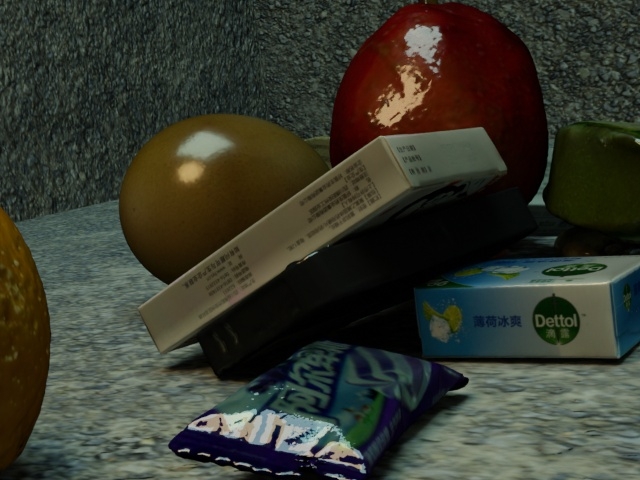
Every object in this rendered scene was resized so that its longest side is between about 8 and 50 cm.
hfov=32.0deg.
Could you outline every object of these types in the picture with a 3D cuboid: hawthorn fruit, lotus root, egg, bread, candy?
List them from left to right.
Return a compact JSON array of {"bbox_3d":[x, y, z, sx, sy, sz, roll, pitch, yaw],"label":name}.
[{"bbox_3d":[-0.120,-0.049,1.536,0.322,0.250,0.250,-4,4,-35],"label":"egg"},{"bbox_3d":[0.012,0.125,0.850,0.145,0.070,0.275,5,11,24],"label":"candy"},{"bbox_3d":[0.137,-0.157,1.339,0.265,0.307,0.265,-4,-18,-1],"label":"hawthorn fruit"},{"bbox_3d":[0.324,0.012,1.335,0.072,0.063,0.152,-1,4,-18],"label":"lotus root"},{"bbox_3d":[0.448,-0.056,1.269,0.381,0.129,0.366,1,10,-28],"label":"bread"}]

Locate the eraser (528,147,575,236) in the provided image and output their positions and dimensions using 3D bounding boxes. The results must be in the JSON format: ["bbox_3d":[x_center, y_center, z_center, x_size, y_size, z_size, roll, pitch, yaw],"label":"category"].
[{"bbox_3d":[0.264,-0.063,1.506,0.403,0.098,0.096,0,-26,-1],"label":"eraser"}]

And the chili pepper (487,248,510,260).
[{"bbox_3d":[0.148,0.032,1.383,0.191,0.059,0.050,-13,1,-17],"label":"chili pepper"}]

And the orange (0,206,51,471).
[{"bbox_3d":[-0.373,0.065,0.829,0.340,0.293,0.340,-9,6,1],"label":"orange"}]

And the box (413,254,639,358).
[{"bbox_3d":[0.206,0.061,1.057,0.194,0.073,0.139,-3,8,33],"label":"box"}]

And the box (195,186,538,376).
[{"bbox_3d":[0.054,0.039,1.157,0.350,0.058,0.211,-18,-12,-44],"label":"box"}]

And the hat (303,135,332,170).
[{"bbox_3d":[0.041,-0.063,1.921,0.252,0.252,0.110,1,55,49],"label":"hat"}]

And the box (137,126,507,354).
[{"bbox_3d":[0.000,0.000,1.151,0.353,0.069,0.214,-35,-12,31],"label":"box"}]
